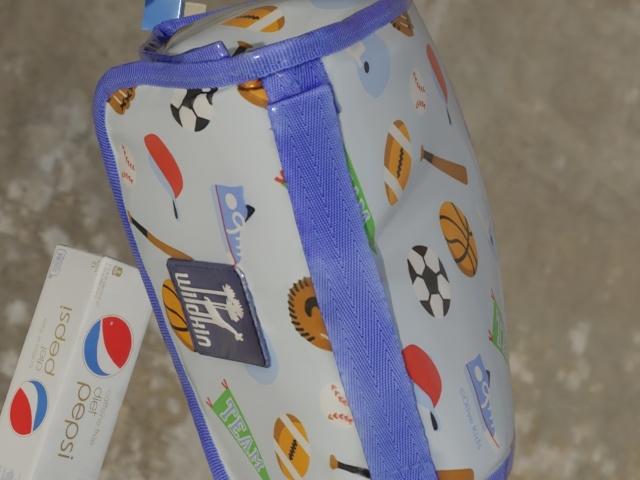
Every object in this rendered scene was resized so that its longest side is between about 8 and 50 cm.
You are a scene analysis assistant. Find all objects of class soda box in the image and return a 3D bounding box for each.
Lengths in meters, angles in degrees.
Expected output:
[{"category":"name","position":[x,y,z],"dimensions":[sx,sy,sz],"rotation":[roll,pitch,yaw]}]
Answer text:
[{"category":"soda box","position":[-0.211,0.117,1.572],"dimensions":[0.074,0.069,0.216],"rotation":[23,84,-46]}]

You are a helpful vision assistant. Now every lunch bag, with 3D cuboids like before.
[{"category":"lunch bag","position":[0.000,0.000,1.232],"dimensions":[0.239,0.385,0.328],"rotation":[-16,103,1]}]

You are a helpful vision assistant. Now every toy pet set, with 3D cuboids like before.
[{"category":"toy pet set","position":[-0.163,-0.209,2.007],"dimensions":[0.065,0.122,0.114],"rotation":[4,100,-31]}]
